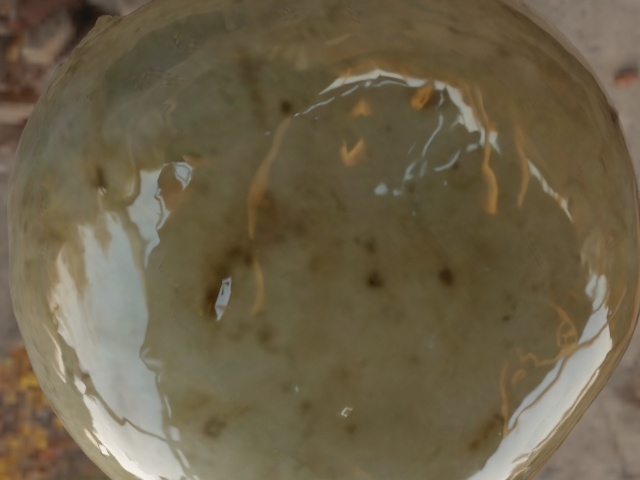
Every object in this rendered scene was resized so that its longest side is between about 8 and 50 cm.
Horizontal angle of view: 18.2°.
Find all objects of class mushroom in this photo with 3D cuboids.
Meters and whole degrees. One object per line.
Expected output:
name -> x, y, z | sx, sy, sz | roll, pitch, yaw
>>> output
mushroom -> 0.000, 0.000, 0.523 | 0.166, 0.166, 0.127 | 10, -178, -18
